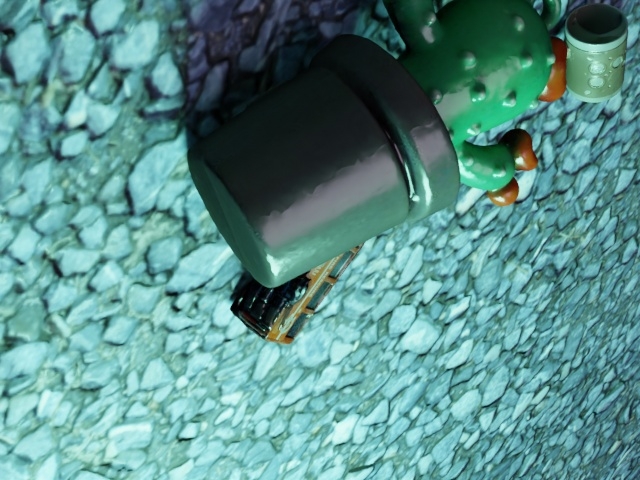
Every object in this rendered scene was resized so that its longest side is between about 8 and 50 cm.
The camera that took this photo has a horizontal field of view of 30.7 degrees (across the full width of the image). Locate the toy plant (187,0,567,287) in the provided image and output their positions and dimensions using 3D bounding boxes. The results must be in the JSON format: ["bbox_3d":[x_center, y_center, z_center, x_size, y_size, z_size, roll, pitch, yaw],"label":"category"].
[{"bbox_3d":[0.075,-0.128,1.080,0.400,0.279,0.185,-32,180,-15],"label":"toy plant"}]

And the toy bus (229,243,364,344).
[{"bbox_3d":[0.000,0.000,1.219,0.235,0.073,0.096,-54,154,4],"label":"toy bus"}]

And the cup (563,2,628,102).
[{"bbox_3d":[0.314,-0.210,1.372,0.102,0.074,0.099,-38,143,-19],"label":"cup"}]
